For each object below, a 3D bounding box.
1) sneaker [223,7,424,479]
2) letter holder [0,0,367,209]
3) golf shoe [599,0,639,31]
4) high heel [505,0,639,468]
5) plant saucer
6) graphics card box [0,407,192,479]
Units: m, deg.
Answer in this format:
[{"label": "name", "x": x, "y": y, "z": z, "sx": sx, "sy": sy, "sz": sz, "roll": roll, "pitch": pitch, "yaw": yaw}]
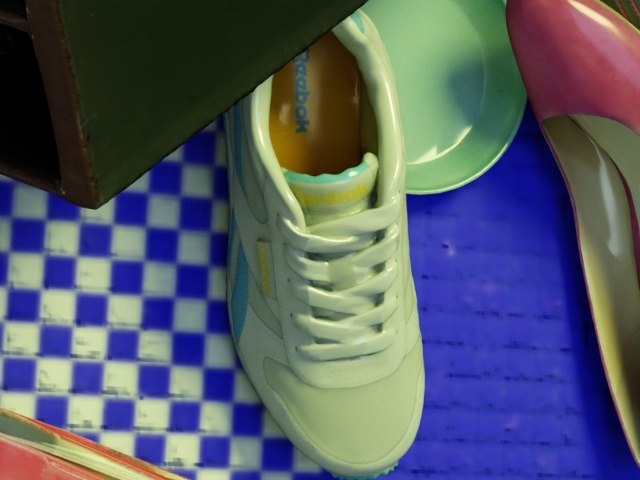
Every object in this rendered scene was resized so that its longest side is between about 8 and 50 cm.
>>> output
[{"label": "sneaker", "x": 0.000, "y": 0.000, "z": 0.867, "sx": 0.087, "sy": 0.092, "sz": 0.228, "roll": -12, "pitch": 100, "yaw": -7}, {"label": "letter holder", "x": -0.083, "y": -0.175, "z": 0.801, "sx": 0.302, "sy": 0.214, "sz": 0.152, "roll": -42, "pitch": 137, "yaw": -39}, {"label": "golf shoe", "x": 0.217, "y": -0.084, "z": 0.955, "sx": 0.273, "sy": 0.120, "sz": 0.105, "roll": 30, "pitch": 77, "yaw": -18}, {"label": "high heel", "x": 0.137, "y": -0.004, "z": 0.935, "sx": 0.117, "sy": 0.082, "sz": 0.244, "roll": -50, "pitch": 123, "yaw": -27}, {"label": "plant saucer", "x": 0.042, "y": -0.081, "z": 0.938, "sx": 0.119, "sy": 0.021, "sz": 0.119, "roll": 1, "pitch": 87, "yaw": -22}, {"label": "graphics card box", "x": -0.074, "y": 0.135, "z": 0.693, "sx": 0.233, "sy": 0.371, "sz": 0.094, "roll": 26, "pitch": 78, "yaw": -21}]
